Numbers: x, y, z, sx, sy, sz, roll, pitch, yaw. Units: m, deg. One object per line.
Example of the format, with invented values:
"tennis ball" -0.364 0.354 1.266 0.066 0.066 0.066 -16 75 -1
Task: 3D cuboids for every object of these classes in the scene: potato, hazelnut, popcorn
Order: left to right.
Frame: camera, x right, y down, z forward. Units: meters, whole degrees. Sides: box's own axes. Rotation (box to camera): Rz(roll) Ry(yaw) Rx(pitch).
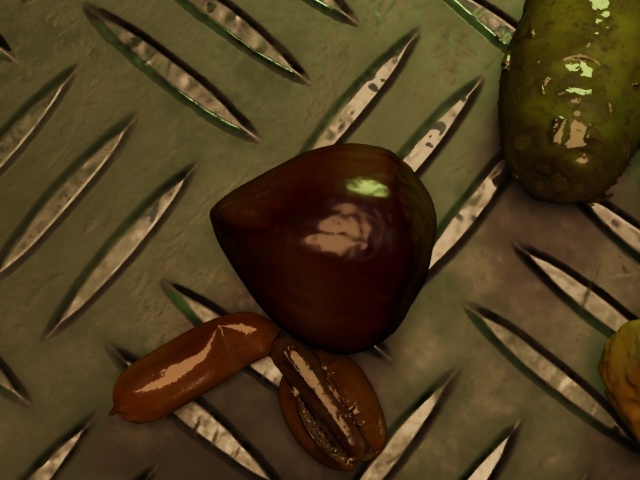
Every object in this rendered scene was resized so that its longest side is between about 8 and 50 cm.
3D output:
"hazelnut" 0.000 0.000 1.008 0.208 0.208 0.208 0 80 2
"potato" 0.247 -0.152 1.063 0.149 0.113 0.251 6 72 11
"popcorn" 0.336 0.133 0.999 0.167 0.152 0.148 43 112 7

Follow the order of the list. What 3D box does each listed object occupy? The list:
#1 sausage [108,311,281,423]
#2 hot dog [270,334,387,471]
"sausage" -0.123 0.118 1.060 0.183 0.054 0.062 -31 112 -5
"hot dog" 0.006 0.150 1.045 0.090 0.060 0.140 -24 76 -6
